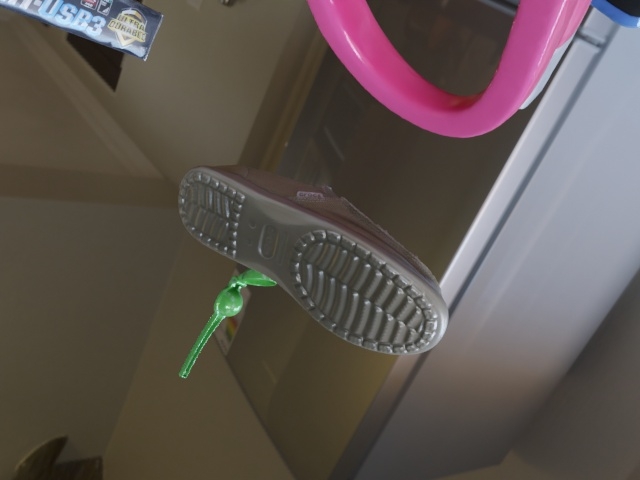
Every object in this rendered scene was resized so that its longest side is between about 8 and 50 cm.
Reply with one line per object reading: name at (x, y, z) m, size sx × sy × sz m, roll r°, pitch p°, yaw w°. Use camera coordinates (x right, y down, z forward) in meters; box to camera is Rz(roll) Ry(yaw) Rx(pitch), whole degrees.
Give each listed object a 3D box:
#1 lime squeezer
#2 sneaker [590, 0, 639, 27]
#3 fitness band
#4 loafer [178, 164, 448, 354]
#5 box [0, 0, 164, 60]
lime squeezer at (-0.119, 0.107, 1.067) m, size 0.110 × 0.310 × 0.059 m, roll 61°, pitch -169°, yaw 10°
sneaker at (0.382, -0.396, 0.920) m, size 0.232 × 0.090 × 0.081 m, roll 32°, pitch -115°, yaw 12°
fitness band at (0.067, -0.179, 0.421) m, size 0.209 × 0.054 × 0.291 m, roll 38°, pitch 163°, yaw 15°
loafer at (0.000, 0.000, 0.577) m, size 0.268 × 0.102 × 0.092 m, roll 32°, pitch -144°, yaw 14°
box at (-0.380, -0.319, 0.725) m, size 0.293 × 0.073 × 0.295 m, roll 30°, pitch -167°, yaw 24°
